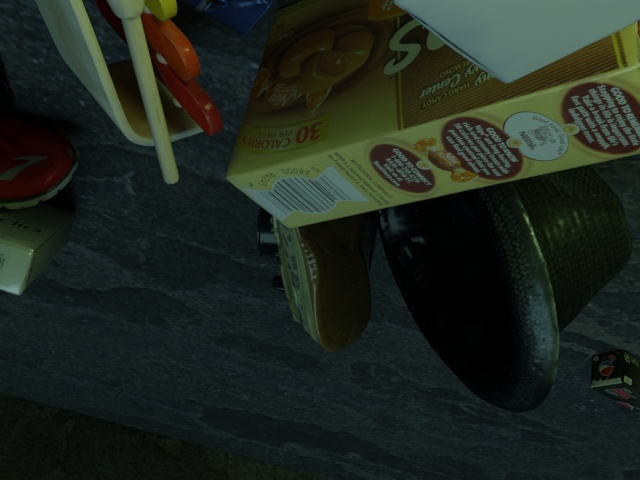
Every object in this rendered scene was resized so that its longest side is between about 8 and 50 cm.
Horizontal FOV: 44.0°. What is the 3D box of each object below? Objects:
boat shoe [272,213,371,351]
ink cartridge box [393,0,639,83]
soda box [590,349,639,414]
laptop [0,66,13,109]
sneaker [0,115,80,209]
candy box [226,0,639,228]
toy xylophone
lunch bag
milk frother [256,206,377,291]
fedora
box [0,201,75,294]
[{"bbox_3d":[-0.010,-0.020,0.824,0.089,0.105,0.285,25,125,47],"label":"boat shoe"},{"bbox_3d":[0.127,-0.209,0.379,0.092,0.218,0.158,25,150,-33],"label":"ink cartridge box"},{"bbox_3d":[0.488,0.225,1.210,0.169,0.053,0.060,29,148,-27],"label":"soda box"},{"bbox_3d":[-0.454,-0.184,0.753,0.234,0.136,0.264,14,152,-2],"label":"laptop"},{"bbox_3d":[-0.415,-0.112,0.884,0.279,0.107,0.118,12,162,1],"label":"sneaker"},{"bbox_3d":[0.088,-0.128,0.580,0.316,0.183,0.087,-10,145,37],"label":"candy box"},{"bbox_3d":[-0.148,-0.179,0.568,0.236,0.081,0.322,51,162,22],"label":"toy xylophone"},{"bbox_3d":[-0.064,-0.207,0.589,0.065,0.098,0.067,27,154,-21],"label":"lunch bag"},{"bbox_3d":[0.000,0.000,0.971,0.135,0.129,0.143,9,-165,7],"label":"milk frother"},{"bbox_3d":[0.170,-0.009,0.736,0.153,0.334,0.334,-19,154,-12],"label":"fedora"},{"bbox_3d":[-0.432,-0.028,0.944,0.232,0.058,0.322,19,-176,-12],"label":"box"}]
